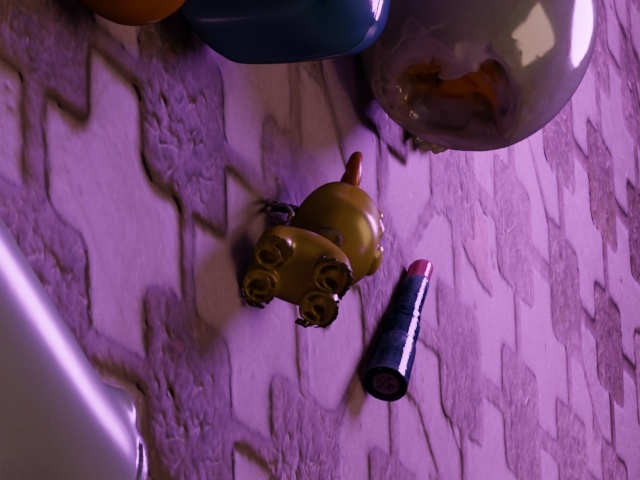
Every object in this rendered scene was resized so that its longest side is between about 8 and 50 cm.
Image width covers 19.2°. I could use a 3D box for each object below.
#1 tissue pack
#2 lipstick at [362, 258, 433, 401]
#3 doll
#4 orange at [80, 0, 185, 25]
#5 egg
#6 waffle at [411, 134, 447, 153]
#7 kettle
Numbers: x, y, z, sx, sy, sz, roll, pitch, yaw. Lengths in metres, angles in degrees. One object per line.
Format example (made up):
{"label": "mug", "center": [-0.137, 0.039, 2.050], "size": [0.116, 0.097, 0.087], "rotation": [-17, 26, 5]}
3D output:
{"label": "tissue pack", "center": [-0.028, -0.312, 1.829], "size": [0.206, 0.198, 0.287], "rotation": [25, 62, -64]}
{"label": "lipstick", "center": [0.103, 0.097, 2.263], "size": [0.234, 0.053, 0.053], "rotation": [-67, 145, -50]}
{"label": "doll", "center": [0.000, 0.000, 1.971], "size": [0.221, 0.135, 0.143], "rotation": [-66, 177, -58]}
{"label": "orange", "center": [-0.157, -0.262, 1.611], "size": [0.156, 0.124, 0.156], "rotation": [-8, 90, -66]}
{"label": "egg", "center": [0.192, -0.269, 2.239], "size": [0.336, 0.278, 0.278], "rotation": [-63, 142, -43]}
{"label": "waffle", "center": [0.143, -0.203, 2.431], "size": [0.169, 0.036, 0.183], "rotation": [-4, 88, -65]}
{"label": "kettle", "center": [-0.271, 0.088, 1.145], "size": [0.318, 0.205, 0.265], "rotation": [62, 36, -35]}
